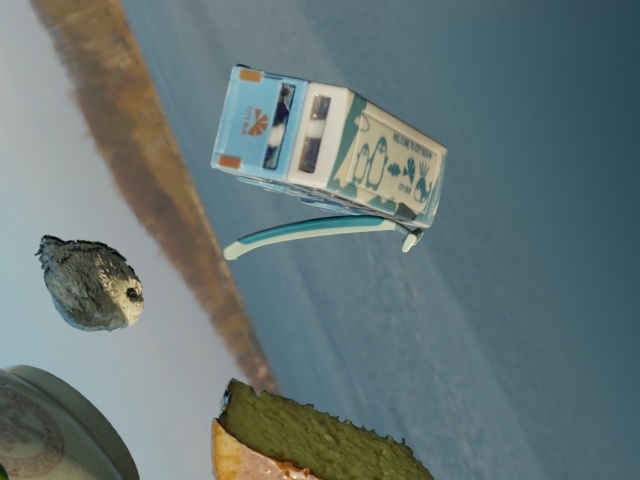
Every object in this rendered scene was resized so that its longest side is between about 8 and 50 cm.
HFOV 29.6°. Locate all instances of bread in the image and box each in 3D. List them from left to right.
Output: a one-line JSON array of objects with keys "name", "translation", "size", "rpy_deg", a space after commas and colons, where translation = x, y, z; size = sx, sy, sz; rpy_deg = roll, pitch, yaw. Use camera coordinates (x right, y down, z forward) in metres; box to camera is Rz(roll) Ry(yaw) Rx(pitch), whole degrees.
[{"name": "bread", "translation": [-0.013, 0.252, 1.244], "size": [0.260, 0.134, 0.129], "rpy_deg": [26, -161, -12]}]

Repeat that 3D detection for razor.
[{"name": "razor", "translation": [0.000, -0.004, 1.154], "size": [0.068, 0.191, 0.037], "rpy_deg": [-20, -74, -78]}]

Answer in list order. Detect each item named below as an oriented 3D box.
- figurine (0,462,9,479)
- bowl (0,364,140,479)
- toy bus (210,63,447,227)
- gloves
[{"name": "figurine", "translation": [-0.285, 0.117, 0.565], "size": [0.162, 0.263, 0.143], "rpy_deg": [54, 138, 28]}, {"name": "bowl", "translation": [-0.288, 0.239, 1.081], "size": [0.434, 0.196, 0.435], "rpy_deg": [24, 136, 25]}, {"name": "toy bus", "translation": [0.015, -0.081, 1.139], "size": [0.297, 0.131, 0.106], "rpy_deg": [15, -93, -65]}, {"name": "gloves", "translation": [-0.237, 0.039, 1.241], "size": [0.114, 0.070, 0.153], "rpy_deg": [62, -168, 12]}]
